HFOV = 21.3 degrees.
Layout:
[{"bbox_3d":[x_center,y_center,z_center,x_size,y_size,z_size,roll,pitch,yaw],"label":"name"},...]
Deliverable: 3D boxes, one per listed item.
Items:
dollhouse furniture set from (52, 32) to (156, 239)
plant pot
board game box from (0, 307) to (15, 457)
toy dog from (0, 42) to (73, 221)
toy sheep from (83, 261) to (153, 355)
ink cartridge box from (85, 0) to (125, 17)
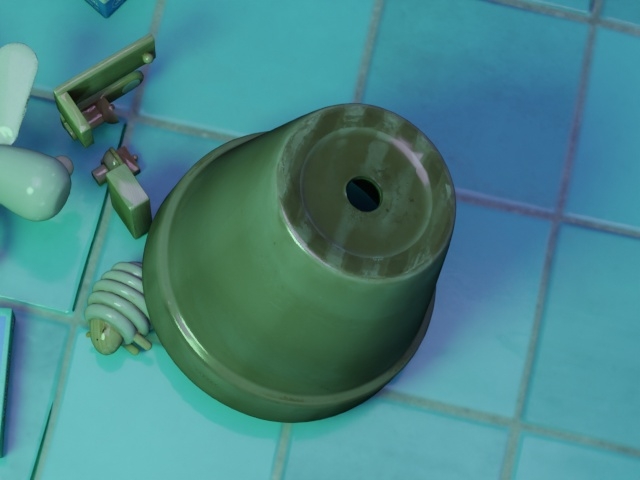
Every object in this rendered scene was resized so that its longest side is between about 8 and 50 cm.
[{"bbox_3d":[-0.196,-0.112,1.872,0.123,0.144,0.151,-33,78,-12],"label":"dollhouse furniture set"},{"bbox_3d":[0.000,0.000,1.753,0.323,0.280,0.323,6,69,-16],"label":"plant pot"},{"bbox_3d":[-0.442,0.148,1.830,0.210,0.047,0.160,3,74,-5],"label":"board game box"},{"bbox_3d":[-0.392,-0.147,1.862,0.333,0.220,0.161,49,45,1],"label":"toy dog"},{"bbox_3d":[-0.209,0.068,1.855,0.091,0.091,0.132,26,60,3],"label":"toy sheep"},{"bbox_3d":[-0.224,-0.357,1.893,0.078,0.231,0.134,42,75,6],"label":"ink cartridge box"}]
